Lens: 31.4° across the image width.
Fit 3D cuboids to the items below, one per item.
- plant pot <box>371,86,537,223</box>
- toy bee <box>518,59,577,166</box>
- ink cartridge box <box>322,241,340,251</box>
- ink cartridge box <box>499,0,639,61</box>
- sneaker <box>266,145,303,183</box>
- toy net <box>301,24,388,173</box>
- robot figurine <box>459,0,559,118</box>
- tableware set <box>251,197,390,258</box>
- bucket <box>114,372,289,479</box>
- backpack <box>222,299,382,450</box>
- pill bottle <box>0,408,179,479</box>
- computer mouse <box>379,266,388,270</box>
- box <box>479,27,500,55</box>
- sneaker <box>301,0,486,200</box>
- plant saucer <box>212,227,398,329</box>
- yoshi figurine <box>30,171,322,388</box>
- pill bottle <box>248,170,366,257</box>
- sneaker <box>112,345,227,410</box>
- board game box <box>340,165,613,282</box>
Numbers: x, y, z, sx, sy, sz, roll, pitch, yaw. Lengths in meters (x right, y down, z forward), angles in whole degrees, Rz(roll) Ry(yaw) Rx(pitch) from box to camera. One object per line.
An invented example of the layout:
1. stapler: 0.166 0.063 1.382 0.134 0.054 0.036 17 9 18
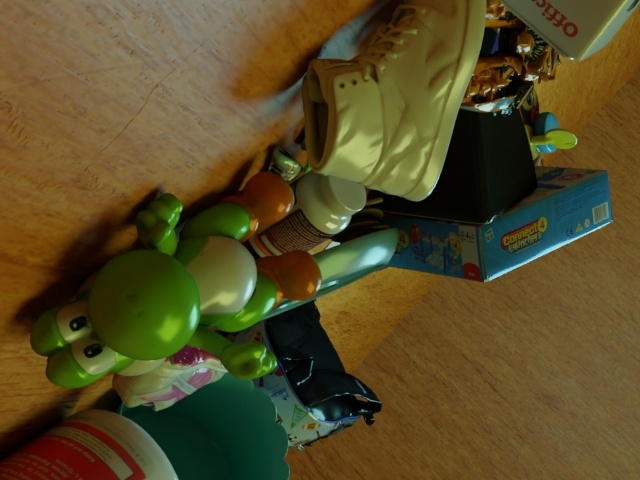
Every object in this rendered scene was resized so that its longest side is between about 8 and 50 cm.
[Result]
1. plant pot: 0.193 -0.139 1.640 0.188 0.187 0.167 -29 122 -52
2. toy bee: 0.325 -0.199 1.939 0.195 0.298 0.162 -25 157 28
3. ink cartridge box: 0.074 -0.016 2.066 0.145 0.045 0.179 -47 150 6
4. ink cartridge box: 0.317 -0.374 1.299 0.114 0.197 0.273 -31 161 -52
5. sneaker: -0.056 -0.075 1.383 0.069 0.038 0.098 -47 168 1
6. toy net: 0.048 -0.185 1.360 0.232 0.045 0.122 -54 170 21
7. robot figurine: 0.234 -0.256 1.482 0.291 0.085 0.211 -16 114 -52
8. tableware set: 0.000 0.000 1.615 0.194 0.039 0.128 -15 164 -4
9. bucket: -0.199 0.327 1.669 0.281 0.281 0.183 -36 174 -42
10. backpack: -0.064 0.226 1.888 0.213 0.276 0.263 -35 166 9
11. pill bottle: -0.370 0.388 1.363 0.408 0.229 0.229 -31 161 -50
12. computer mouse: 0.101 0.051 2.331 0.242 0.041 0.071 -28 159 -55
13. box: 0.295 -0.328 1.770 0.136 0.036 0.225 -44 169 -12
14. sneaker: 0.073 -0.200 1.247 0.108 0.169 0.292 18 -83 61
15. plant saucer: -0.027 0.063 1.624 0.318 0.043 0.317 -22 175 -2
16. yoshi figurine: -0.133 0.049 1.215 0.362 0.203 0.203 -30 144 -47
17. pill bottle: -0.017 -0.035 1.436 0.152 0.086 0.086 -30 180 38
18. sneaker: -0.208 0.170 1.548 0.111 0.103 0.252 -45 162 10
19. board game box: 0.237 -0.039 1.769 0.308 0.086 0.302 -22 -160 -38
